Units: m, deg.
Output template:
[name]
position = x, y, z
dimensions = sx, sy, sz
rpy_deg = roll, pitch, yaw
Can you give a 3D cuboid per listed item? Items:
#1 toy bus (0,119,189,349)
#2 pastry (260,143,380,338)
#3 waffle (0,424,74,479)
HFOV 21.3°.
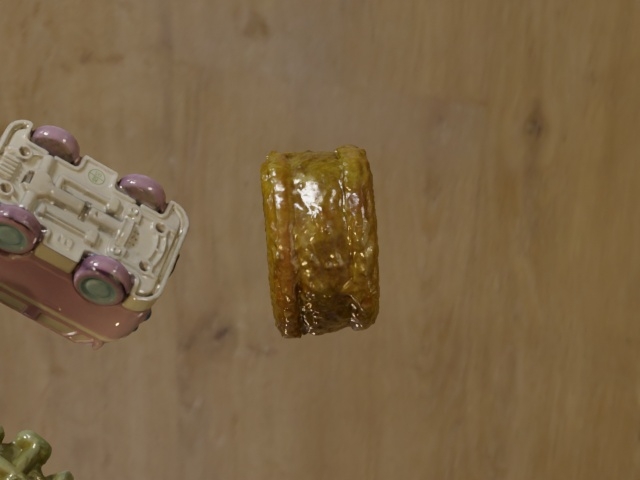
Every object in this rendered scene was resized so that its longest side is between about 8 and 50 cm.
[toy bus]
position = -0.240, -0.001, 1.598
dimensions = 0.202, 0.142, 0.142
rpy_deg = 30, 137, -12
[pastry]
position = 0.000, 0.000, 1.579
dimensions = 0.103, 0.188, 0.188
rpy_deg = -4, 121, -2
[waffle]
position = -0.381, 0.332, 1.756
dimensions = 0.292, 0.309, 0.056
rpy_deg = 2, 157, -22
